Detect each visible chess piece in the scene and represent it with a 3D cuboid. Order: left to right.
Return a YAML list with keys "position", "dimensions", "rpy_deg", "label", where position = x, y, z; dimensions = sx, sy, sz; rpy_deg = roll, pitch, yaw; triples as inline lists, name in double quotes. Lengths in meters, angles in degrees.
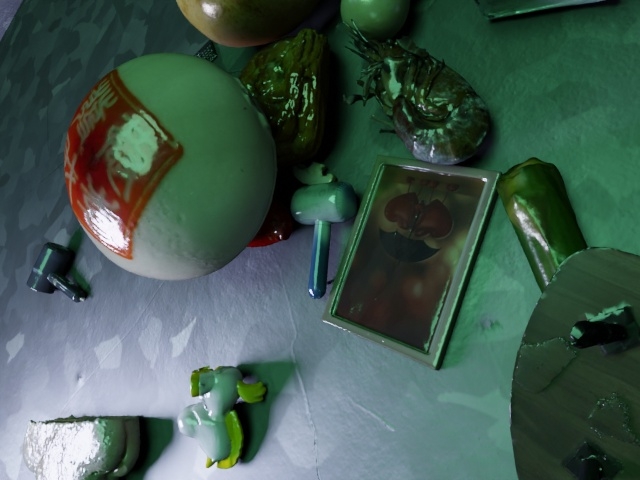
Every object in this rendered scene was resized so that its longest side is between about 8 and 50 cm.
- position: [0.114, -0.492, 0.870]
  dimensions: [0.167, 0.167, 0.299]
  rpy_deg: [17, 91, 39]
  label: "chess piece"

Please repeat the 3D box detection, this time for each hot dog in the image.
- position: [-0.061, -0.277, 0.931]
  dimensions: [0.196, 0.122, 0.272]
  rpy_deg: [-9, 67, 36]
  label: "hot dog"

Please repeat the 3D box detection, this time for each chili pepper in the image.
- position: [-0.156, -0.056, 0.953]
  dimensions: [0.144, 0.136, 0.253]
  rpy_deg: [-42, 58, -15]
  label: "chili pepper"

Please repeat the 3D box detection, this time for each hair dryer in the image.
- position: [-0.651, 0.098, 1.291]
  dimensions: [0.219, 0.071, 0.124]
  rpy_deg: [27, 92, 32]
  label: "hair dryer"

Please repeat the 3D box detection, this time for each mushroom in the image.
- position: [-0.013, -0.117, 0.917]
  dimensions: [0.101, 0.019, 0.049]
  rpy_deg: [27, 90, 39]
  label: "mushroom"

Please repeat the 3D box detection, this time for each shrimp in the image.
- position: [0.120, -0.238, 0.796]
  dimensions: [0.145, 0.116, 0.343]
  rpy_deg: [-45, 60, 13]
  label: "shrimp"

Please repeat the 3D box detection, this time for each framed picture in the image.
- position: [0.129, 0.018, 0.770]
  dimensions: [0.211, 0.020, 0.289]
  rpy_deg: [17, 86, 39]
  label: "framed picture"

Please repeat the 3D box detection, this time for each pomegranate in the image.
- position: [-0.138, -0.516, 0.955]
  dimensions: [0.319, 0.319, 0.319]
  rpy_deg: [-12, 68, 33]
  label: "pomegranate"

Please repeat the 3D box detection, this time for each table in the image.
- position: [0.274, 0.195, 0.413]
  dimensions: [0.318, 0.249, 0.317]
  rpy_deg: [2, 94, 27]
  label: "table"

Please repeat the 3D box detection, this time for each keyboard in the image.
- position: [-0.330, -0.408, 1.252]
  dimensions: [0.198, 0.010, 0.063]
  rpy_deg: [-35, 59, 22]
  label: "keyboard"

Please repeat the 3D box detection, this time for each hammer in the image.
- position: [0.000, 0.000, 0.843]
  dimensions: [0.116, 0.070, 0.193]
  rpy_deg: [-2, 79, 35]
  label: "hammer"

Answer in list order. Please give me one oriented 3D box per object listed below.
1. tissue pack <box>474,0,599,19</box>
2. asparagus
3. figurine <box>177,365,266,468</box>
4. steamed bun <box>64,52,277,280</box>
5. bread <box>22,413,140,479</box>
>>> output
- position: [0.328, -0.470, 0.702]
  dimensions: [0.198, 0.146, 0.263]
  rpy_deg: [9, 82, 40]
  label: "tissue pack"
- position: [0.290, 0.035, 0.609]
  dimensions: [0.082, 0.085, 0.342]
  rpy_deg: [-13, 63, 7]
  label: "asparagus"
- position: [-0.177, 0.299, 0.862]
  dimensions: [0.130, 0.109, 0.178]
  rpy_deg: [19, 90, 17]
  label: "figurine"
- position: [-0.263, -0.115, 0.823]
  dimensions: [0.375, 0.241, 0.374]
  rpy_deg: [4, 98, 29]
  label: "steamed bun"
- position: [-0.495, 0.446, 1.033]
  dimensions: [0.337, 0.102, 0.183]
  rpy_deg: [-15, 67, 33]
  label: "bread"
